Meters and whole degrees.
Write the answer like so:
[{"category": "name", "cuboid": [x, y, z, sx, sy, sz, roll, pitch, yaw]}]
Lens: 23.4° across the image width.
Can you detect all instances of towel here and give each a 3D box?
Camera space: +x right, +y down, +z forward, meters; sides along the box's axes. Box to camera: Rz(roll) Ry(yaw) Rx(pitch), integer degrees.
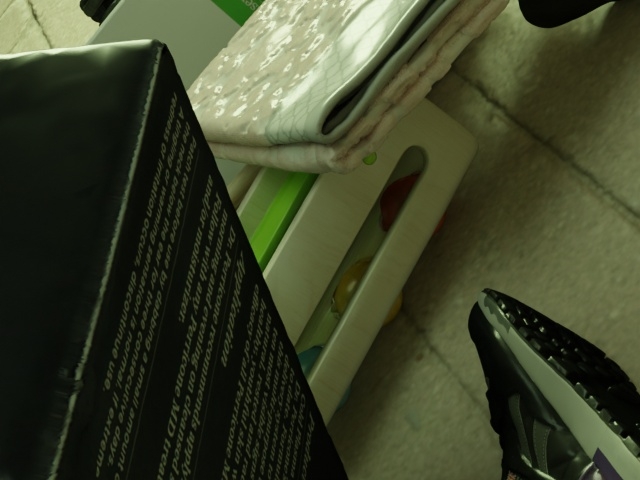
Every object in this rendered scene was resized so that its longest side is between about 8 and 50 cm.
[{"category": "towel", "cuboid": [0.043, -0.188, 1.189, 0.332, 0.053, 0.317, -48, 23, -13]}]

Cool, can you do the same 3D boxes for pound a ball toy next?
[{"category": "pound a ball toy", "cuboid": [0.000, 0.000, 1.224, 0.319, 0.136, 0.208, -60, 23, -13]}]

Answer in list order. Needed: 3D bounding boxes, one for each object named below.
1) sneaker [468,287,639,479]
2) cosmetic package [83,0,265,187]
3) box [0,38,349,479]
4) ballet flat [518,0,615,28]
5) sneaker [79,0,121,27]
[{"category": "sneaker", "cuboid": [0.133, 0.133, 0.915, 0.124, 0.107, 0.283, -55, 28, 13]}, {"category": "cosmetic package", "cuboid": [-0.120, -0.146, 1.454, 0.365, 0.197, 0.155, -50, 4, 11]}, {"category": "box", "cuboid": [-0.262, 0.166, 0.910, 0.480, 0.472, 0.297, -4, 47, 15]}, {"category": "ballet flat", "cuboid": [0.260, -0.259, 1.145, 0.280, 0.095, 0.096, -50, 44, 10]}, {"category": "sneaker", "cuboid": [-0.195, -0.231, 1.741, 0.104, 0.147, 0.296, -47, 31, 11]}]
